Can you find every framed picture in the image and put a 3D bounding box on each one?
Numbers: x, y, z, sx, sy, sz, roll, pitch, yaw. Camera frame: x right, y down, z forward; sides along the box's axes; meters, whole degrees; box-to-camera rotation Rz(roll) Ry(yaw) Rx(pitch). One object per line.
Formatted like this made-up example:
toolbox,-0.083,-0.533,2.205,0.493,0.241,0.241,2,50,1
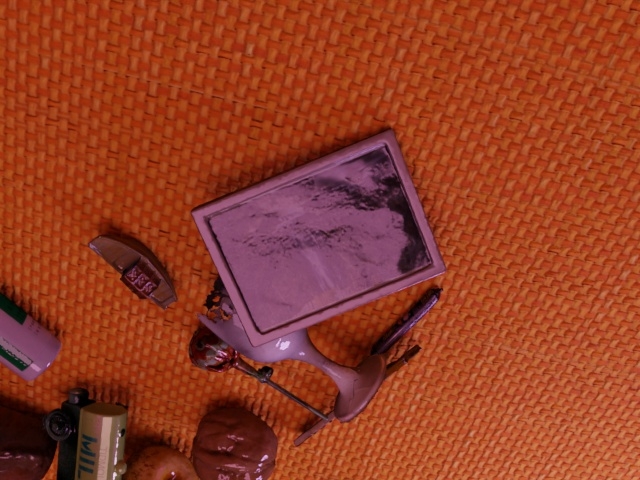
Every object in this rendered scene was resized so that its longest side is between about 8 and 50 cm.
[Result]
framed picture,0.000,0.000,1.203,0.324,0.020,0.240,-21,104,2

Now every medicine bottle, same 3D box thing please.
medicine bottle,-0.567,0.130,1.369,0.095,0.095,0.260,-32,118,23

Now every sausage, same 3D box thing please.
sausage,0.142,0.143,1.368,0.025,0.028,0.198,26,124,-25

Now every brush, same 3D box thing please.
brush,0.054,0.287,1.451,0.020,0.085,0.336,51,122,8

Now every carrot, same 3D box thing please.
carrot,-0.645,0.359,1.516,0.302,0.138,0.138,29,122,-7

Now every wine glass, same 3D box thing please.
wine glass,-0.046,0.161,1.321,0.321,0.143,0.143,37,119,-11

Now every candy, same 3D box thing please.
candy,-0.102,0.239,1.410,0.288,0.078,0.084,34,149,-12

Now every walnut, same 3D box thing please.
walnut,-0.158,0.388,1.493,0.167,0.149,0.166,1,93,18

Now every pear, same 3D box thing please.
pear,-0.322,0.485,1.567,0.178,0.178,0.178,2,125,3

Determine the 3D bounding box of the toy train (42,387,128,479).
toy train,-0.424,0.403,1.488,0.157,0.105,0.253,8,96,21

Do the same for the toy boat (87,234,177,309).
toy boat,-0.301,0.048,1.311,0.065,0.066,0.172,-31,116,26
